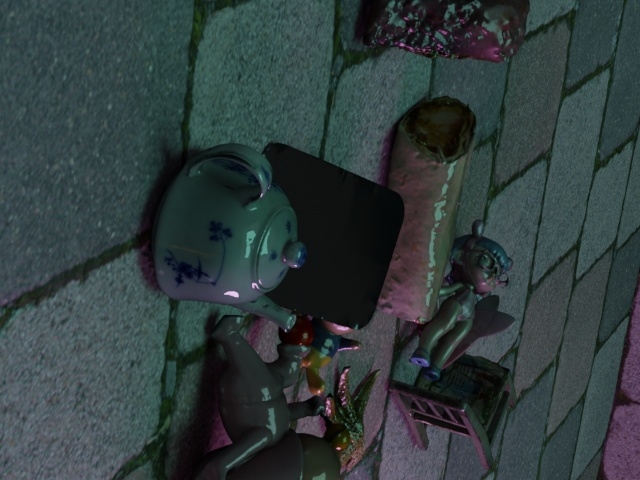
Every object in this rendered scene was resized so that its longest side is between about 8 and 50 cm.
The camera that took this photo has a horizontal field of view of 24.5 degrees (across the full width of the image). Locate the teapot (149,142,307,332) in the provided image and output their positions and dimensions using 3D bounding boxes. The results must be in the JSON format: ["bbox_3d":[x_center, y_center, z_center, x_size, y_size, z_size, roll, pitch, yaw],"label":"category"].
[{"bbox_3d":[-0.080,-0.006,1.480,0.159,0.159,0.232,-54,150,-39],"label":"teapot"}]

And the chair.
[{"bbox_3d":[0.215,0.241,2.335,0.147,0.136,0.270,-65,154,-23],"label":"chair"}]

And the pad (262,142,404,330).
[{"bbox_3d":[0.000,0.000,1.733,0.267,0.004,0.181,21,85,-47],"label":"pad"}]

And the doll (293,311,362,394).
[{"bbox_3d":[0.012,0.103,1.854,0.089,0.102,0.179,-20,-134,63],"label":"doll"}]

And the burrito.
[{"bbox_3d":[0.141,-0.046,2.018,0.143,0.105,0.299,-30,132,-72],"label":"burrito"}]

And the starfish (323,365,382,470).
[{"bbox_3d":[0.041,0.261,2.081,0.223,0.050,0.216,85,23,-50],"label":"starfish"}]

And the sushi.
[{"bbox_3d":[0.168,-0.278,1.845,0.241,0.161,0.107,-32,135,-59],"label":"sushi"}]

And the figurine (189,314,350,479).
[{"bbox_3d":[-0.056,0.226,1.673,0.176,0.186,0.287,124,-33,-83],"label":"figurine"}]

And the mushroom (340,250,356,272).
[{"bbox_3d":[0.008,0.021,1.800,0.083,0.067,0.083,-31,127,-52],"label":"mushroom"}]

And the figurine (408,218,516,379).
[{"bbox_3d":[0.194,0.084,2.262,0.205,0.103,0.260,44,61,-24],"label":"figurine"}]
